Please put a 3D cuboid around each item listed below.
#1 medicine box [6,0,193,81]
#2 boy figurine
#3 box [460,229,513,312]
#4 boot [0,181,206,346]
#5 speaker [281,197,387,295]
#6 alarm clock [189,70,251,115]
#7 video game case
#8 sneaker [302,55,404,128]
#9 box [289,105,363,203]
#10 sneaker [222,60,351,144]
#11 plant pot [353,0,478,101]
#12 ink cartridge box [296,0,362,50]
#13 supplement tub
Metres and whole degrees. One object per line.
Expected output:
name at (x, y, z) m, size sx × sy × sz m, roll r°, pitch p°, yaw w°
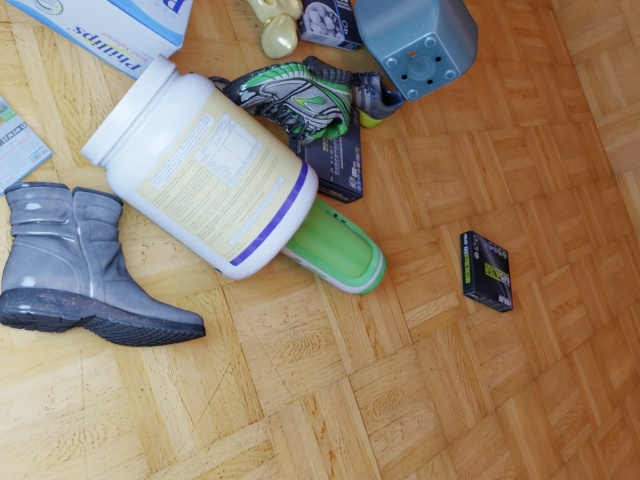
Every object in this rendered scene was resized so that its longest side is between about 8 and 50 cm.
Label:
medicine box at (-0.360, -0.476, 1.213) m, size 0.263 × 0.149 × 0.290 m, roll 29°, pitch 53°, yaw -36°
boy figurine at (-0.106, -0.539, 1.557) m, size 0.177 × 0.092 × 0.285 m, roll -11°, pitch 83°, yaw -49°
box at (0.460, 0.088, 1.931) m, size 0.190 × 0.045 × 0.184 m, roll 25°, pitch 54°, yaw -38°
boot at (-0.315, 0.035, 1.070) m, size 0.338 × 0.118 × 0.223 m, roll 21°, pitch 57°, yaw -44°
speaker at (0.000, 0.000, 1.414) m, size 0.296 × 0.131 × 0.131 m, roll 34°, pitch 51°, yaw -33°
alarm clock at (-0.185, -0.241, 1.364) m, size 0.192 × 0.064 × 0.130 m, roll 21°, pitch 59°, yaw -38°
video game case at (-0.496, -0.160, 1.033) m, size 0.166 × 0.015 × 0.119 m, roll 52°, pitch 44°, yaw -19°
sneaker at (0.078, -0.369, 1.656) m, size 0.299 × 0.121 × 0.111 m, roll 15°, pitch 63°, yaw -43°
box at (0.013, -0.217, 1.569) m, size 0.183 × 0.059 × 0.233 m, roll 18°, pitch 61°, yaw -40°
sneaker at (-0.047, -0.268, 1.387) m, size 0.343 × 0.134 × 0.147 m, roll -7°, pitch 89°, yaw -47°
plant pot at (0.246, -0.493, 1.734) m, size 0.248 × 0.247 × 0.252 m, roll 46°, pitch 31°, yaw -35°
ink cartridge box at (0.002, -0.583, 1.727) m, size 0.206 × 0.045 × 0.208 m, roll -6°, pitch 76°, yaw -48°
supplement tub at (-0.195, -0.118, 1.151) m, size 0.331 × 0.241 × 0.241 m, roll 39°, pitch 48°, yaw -19°
